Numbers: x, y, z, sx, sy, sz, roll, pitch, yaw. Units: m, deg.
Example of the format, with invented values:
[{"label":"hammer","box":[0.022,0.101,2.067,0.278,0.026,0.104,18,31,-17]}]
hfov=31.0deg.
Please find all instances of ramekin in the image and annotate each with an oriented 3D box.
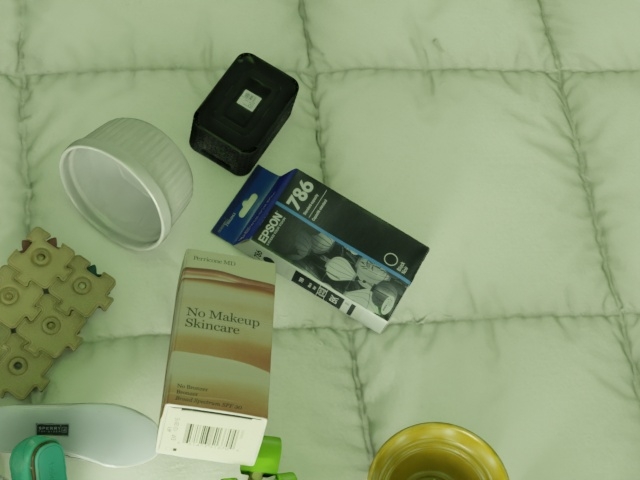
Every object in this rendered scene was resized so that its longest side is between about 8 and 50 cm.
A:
[{"label":"ramekin","box":[-0.298,-0.097,1.818,0.207,0.207,0.109,35,54,6]}]

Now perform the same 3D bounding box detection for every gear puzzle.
[{"label":"gear puzzle","box":[-0.467,0.152,1.753,0.175,0.044,0.339,34,66,3]}]

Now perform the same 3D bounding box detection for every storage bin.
[{"label":"storage bin","box":[-0.131,-0.216,1.974,0.122,0.084,0.180,31,63,4]}]

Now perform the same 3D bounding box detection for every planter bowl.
[{"label":"planter bowl","box":[0.173,0.392,1.739,0.217,0.090,0.217,2,62,-3]}]

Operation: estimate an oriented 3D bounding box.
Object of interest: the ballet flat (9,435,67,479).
[{"label":"ballet flat","box":[-0.389,0.391,1.619,0.083,0.087,0.247,-11,99,-44]}]

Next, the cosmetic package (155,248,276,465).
[{"label":"cosmetic package","box":[-0.151,0.169,1.712,0.153,0.129,0.296,8,45,-9]}]

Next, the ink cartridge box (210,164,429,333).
[{"label":"ink cartridge box","box":[0.000,0.000,1.912,0.332,0.065,0.165,29,63,4]}]

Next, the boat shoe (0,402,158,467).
[{"label":"boat shoe","box":[-0.360,0.275,1.688,0.258,0.084,0.095,11,85,-8]}]

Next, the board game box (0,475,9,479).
[{"label":"board game box","box":[-0.501,0.362,1.632,0.090,0.020,0.090,34,59,-27]}]

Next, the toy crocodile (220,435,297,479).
[{"label":"toy crocodile","box":[-0.081,0.445,1.668,0.115,0.105,0.341,-4,71,-14]}]
